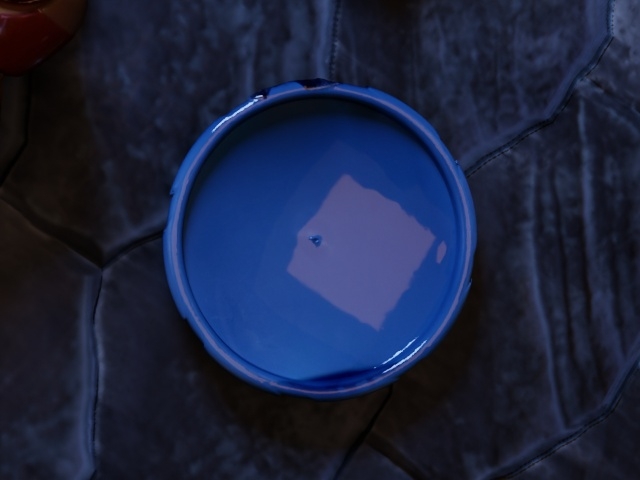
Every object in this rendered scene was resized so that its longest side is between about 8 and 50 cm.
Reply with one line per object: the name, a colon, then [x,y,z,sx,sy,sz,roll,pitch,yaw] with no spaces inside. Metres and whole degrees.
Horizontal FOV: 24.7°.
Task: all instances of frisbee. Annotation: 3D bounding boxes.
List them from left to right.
frisbee: [0.000,0.000,1.098,0.242,0.045,0.242,0,92,-12]

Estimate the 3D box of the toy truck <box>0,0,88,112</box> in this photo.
toy truck: [-0.285,-0.169,0.960,0.265,0.189,0.239,42,91,-11]
